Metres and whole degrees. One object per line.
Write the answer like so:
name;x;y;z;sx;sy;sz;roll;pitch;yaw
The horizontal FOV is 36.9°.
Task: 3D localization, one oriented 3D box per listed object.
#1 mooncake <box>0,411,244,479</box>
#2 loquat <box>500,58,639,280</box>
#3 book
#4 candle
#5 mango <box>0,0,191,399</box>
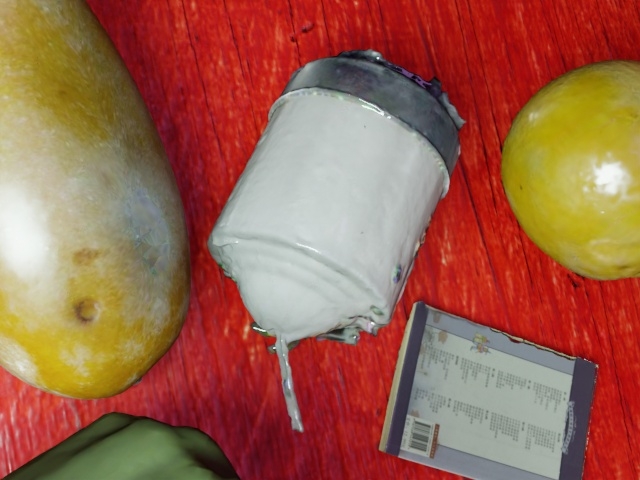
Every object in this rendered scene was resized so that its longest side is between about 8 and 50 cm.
mooncake;-0.099;0.295;0.649;0.194;0.356;0.356;-32;90;-25
loquat;0.307;-0.078;1.012;0.243;0.244;0.244;7;73;-23
book;0.178;0.171;0.991;0.231;0.026;0.158;20;71;-18
candle;0.000;0.000;0.867;0.187;0.187;0.330;31;66;-14
mango;-0.223;-0.055;0.758;0.221;0.198;0.384;-38;115;-56
